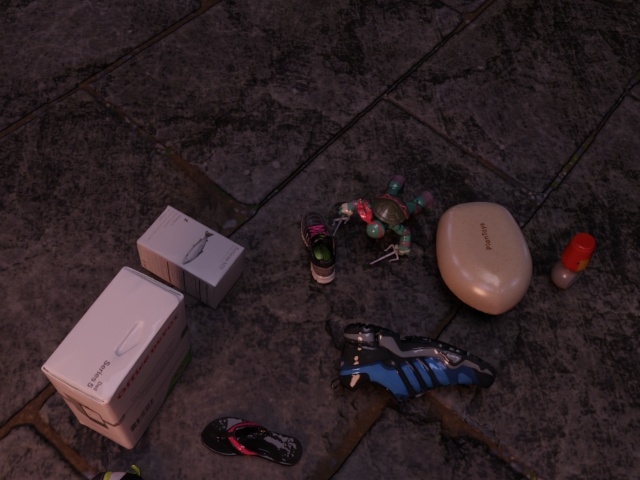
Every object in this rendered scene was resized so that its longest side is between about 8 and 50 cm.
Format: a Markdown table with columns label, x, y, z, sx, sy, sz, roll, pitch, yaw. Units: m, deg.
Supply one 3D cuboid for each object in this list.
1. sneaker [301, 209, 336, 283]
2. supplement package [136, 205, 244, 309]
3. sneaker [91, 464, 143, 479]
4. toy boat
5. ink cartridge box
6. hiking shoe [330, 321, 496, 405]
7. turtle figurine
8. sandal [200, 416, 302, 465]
| label | x | y | z | sx | sy | sz | roll | pitch | yaw |
| --- | --- | --- | --- | --- | --- | --- | --- | --- | --- |
| sneaker | 0.000 | 0.000 | 1.310 | 0.063 | 0.074 | 0.170 | -5 | 59 | -11 |
| supplement package | -0.251 | 0.033 | 1.237 | 0.179 | 0.105 | 0.105 | 28 | 58 | 9 |
| sneaker | -0.312 | 0.467 | 0.975 | 0.097 | 0.084 | 0.234 | -1 | 59 | -10 |
| toy boat | 0.400 | 0.045 | 1.316 | 0.319 | 0.148 | 0.267 | 1 | 53 | 1 |
| ink cartridge box | -0.313 | 0.198 | 1.028 | 0.115 | 0.272 | 0.198 | 26 | 58 | 8 |
| hiking shoe | 0.177 | 0.246 | 1.187 | 0.304 | 0.113 | 0.131 | 15 | 88 | -6 |
| turtle figurine | 0.142 | -0.048 | 1.339 | 0.175 | 0.118 | 0.234 | 46 | 50 | 2 |
| sandal | -0.118 | 0.346 | 1.101 | 0.179 | 0.040 | 0.067 | 12 | 58 | 0 |
